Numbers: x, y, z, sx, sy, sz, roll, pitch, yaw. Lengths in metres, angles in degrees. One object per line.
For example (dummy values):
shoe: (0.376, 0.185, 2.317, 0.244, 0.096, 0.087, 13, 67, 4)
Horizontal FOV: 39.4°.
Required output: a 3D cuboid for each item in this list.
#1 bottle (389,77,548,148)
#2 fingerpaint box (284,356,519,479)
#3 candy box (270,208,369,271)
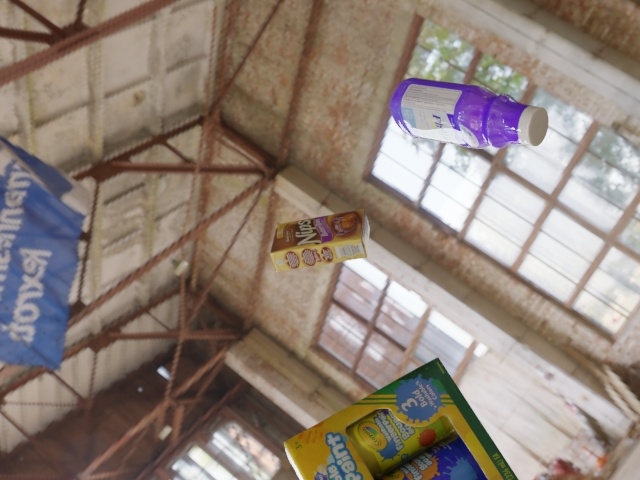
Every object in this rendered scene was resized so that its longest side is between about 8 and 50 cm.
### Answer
bottle: (0.258, -0.217, 1.560, 0.092, 0.283, 0.118, -59, -42, -15)
fingerpaint box: (0.193, 0.520, 1.787, 0.371, 0.445, 0.163, -27, -25, -11)
candy box: (0.000, 0.000, 1.773, 0.109, 0.186, 0.053, -82, -23, -56)
